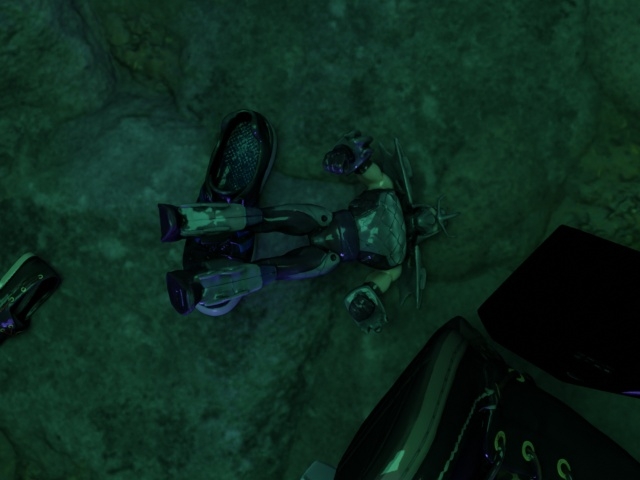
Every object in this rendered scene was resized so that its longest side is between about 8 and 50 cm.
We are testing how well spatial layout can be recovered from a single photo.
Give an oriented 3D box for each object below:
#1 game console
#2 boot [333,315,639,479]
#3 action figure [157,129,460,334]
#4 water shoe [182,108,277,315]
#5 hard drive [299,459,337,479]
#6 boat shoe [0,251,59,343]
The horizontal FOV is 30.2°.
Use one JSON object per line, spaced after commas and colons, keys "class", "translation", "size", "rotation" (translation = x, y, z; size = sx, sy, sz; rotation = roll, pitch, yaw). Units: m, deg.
{"class": "game console", "translation": [0.320, -0.010, 1.032], "size": [0.361, 0.044, 0.213], "rotation": [-43, 35, -16]}
{"class": "boot", "translation": [0.170, 0.202, 0.936], "size": [0.284, 0.377, 0.138], "rotation": [39, 99, 7]}
{"class": "action figure", "translation": [0.000, 0.000, 1.084], "size": [0.285, 0.099, 0.185], "rotation": [-9, 84, -18]}
{"class": "water shoe", "translation": [-0.097, -0.029, 1.149], "size": [0.073, 0.080, 0.203], "rotation": [10, 85, 12]}
{"class": "hard drive", "translation": [0.021, 0.391, 1.022], "size": [0.233, 0.047, 0.353], "rotation": [30, 113, 13]}
{"class": "boat shoe", "translation": [-0.315, 0.075, 1.191], "size": [0.042, 0.049, 0.133], "rotation": [37, 86, 20]}
